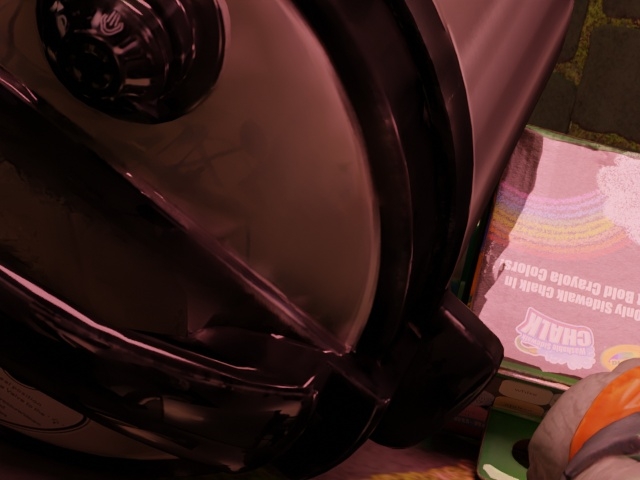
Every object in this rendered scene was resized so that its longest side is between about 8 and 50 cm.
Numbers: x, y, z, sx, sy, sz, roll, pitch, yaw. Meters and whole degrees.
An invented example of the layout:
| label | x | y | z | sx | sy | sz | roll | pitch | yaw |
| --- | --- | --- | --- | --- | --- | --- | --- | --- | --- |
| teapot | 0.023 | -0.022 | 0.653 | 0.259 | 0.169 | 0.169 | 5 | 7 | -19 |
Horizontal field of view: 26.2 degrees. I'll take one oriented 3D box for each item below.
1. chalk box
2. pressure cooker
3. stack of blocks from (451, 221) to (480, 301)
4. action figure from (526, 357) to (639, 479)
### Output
| label | x | y | z | sx | sy | sz | roll | pitch | yaw |
| --- | --- | --- | --- | --- | --- | --- | --- | --- | --- |
| chalk box | 0.149 | 0.060 | 0.850 | 0.132 | 0.213 | 0.132 | 15 | -24 | 5 |
| pressure cooker | -0.084 | -0.095 | 0.691 | 0.370 | 0.375 | 0.420 | 3 | 33 | 20 |
| stack of blocks | 0.000 | 0.000 | 1.015 | 0.297 | 0.171 | 0.087 | 13 | 9 | 4 |
| action figure | 0.204 | 0.136 | 0.442 | 0.341 | 0.178 | 0.330 | 2 | 23 | -41 |
